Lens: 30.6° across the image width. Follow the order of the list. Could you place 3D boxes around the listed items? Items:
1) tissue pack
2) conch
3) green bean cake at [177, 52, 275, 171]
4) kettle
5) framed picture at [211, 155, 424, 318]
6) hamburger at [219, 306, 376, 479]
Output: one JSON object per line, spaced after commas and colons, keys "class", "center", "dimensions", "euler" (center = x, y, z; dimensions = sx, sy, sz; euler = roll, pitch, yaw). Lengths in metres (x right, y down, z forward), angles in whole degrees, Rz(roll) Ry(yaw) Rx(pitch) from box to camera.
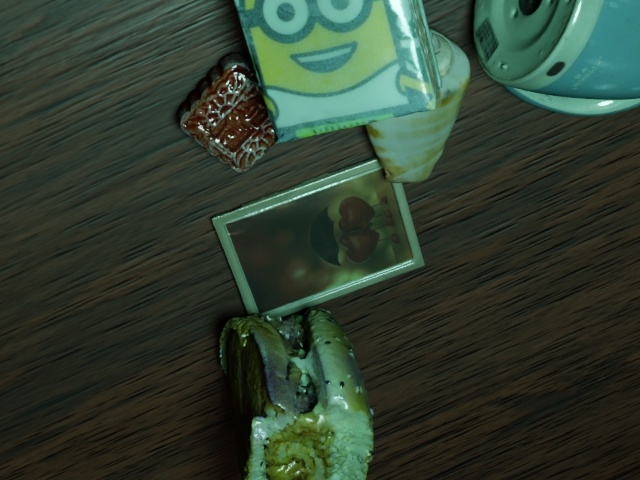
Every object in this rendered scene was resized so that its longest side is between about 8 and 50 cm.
{"class": "tissue pack", "center": [0.010, -0.302, 1.504], "dimensions": [0.228, 0.128, 0.310], "euler": [-10, 111, 17]}
{"class": "conch", "center": [0.143, -0.185, 1.658], "dimensions": [0.158, 0.127, 0.255], "euler": [-22, 123, -18]}
{"class": "green bean cake", "center": [-0.115, -0.177, 1.645], "dimensions": [0.136, 0.056, 0.135], "euler": [36, 104, -28]}
{"class": "kettle", "center": [0.399, -0.287, 1.634], "dimensions": [0.342, 0.247, 0.319], "euler": [8, 148, -27]}
{"class": "framed picture", "center": [0.000, 0.000, 1.797], "dimensions": [0.290, 0.020, 0.211], "euler": [-19, 121, -2]}
{"class": "hamburger", "center": [-0.043, 0.243, 1.771], "dimensions": [0.195, 0.276, 0.318], "euler": [-5, 141, -11]}
